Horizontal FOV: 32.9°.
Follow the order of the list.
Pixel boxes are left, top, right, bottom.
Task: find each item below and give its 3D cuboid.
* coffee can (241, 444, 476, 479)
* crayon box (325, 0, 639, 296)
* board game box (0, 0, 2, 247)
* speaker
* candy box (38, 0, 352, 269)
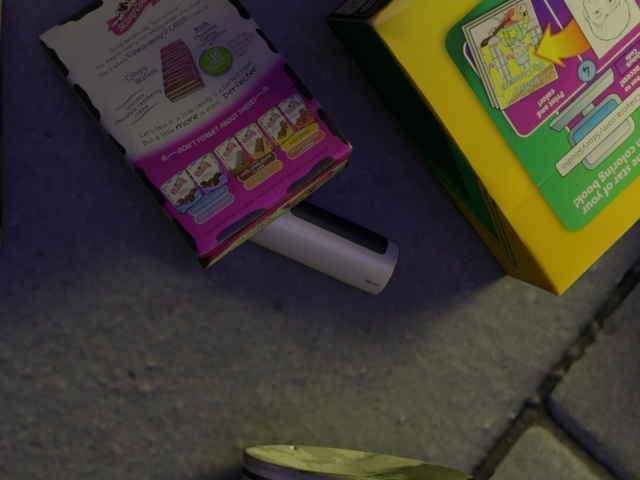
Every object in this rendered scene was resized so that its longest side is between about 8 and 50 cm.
[{"bbox_3d":[0.016,0.324,0.906,0.201,0.201,0.276,8,86,-13],"label":"coffee can"},{"bbox_3d":[0.239,-0.188,0.983,0.363,0.106,0.313,-42,114,-9],"label":"crayon box"},{"bbox_3d":[-0.423,-0.151,0.880,0.317,0.066,0.319,-1,90,-13],"label":"board game box"},{"bbox_3d":[0.000,0.000,0.984,0.136,0.055,0.055,24,84,-11],"label":"speaker"},{"bbox_3d":[-0.106,-0.115,0.924,0.159,0.071,0.233,-35,83,-11],"label":"candy box"}]
